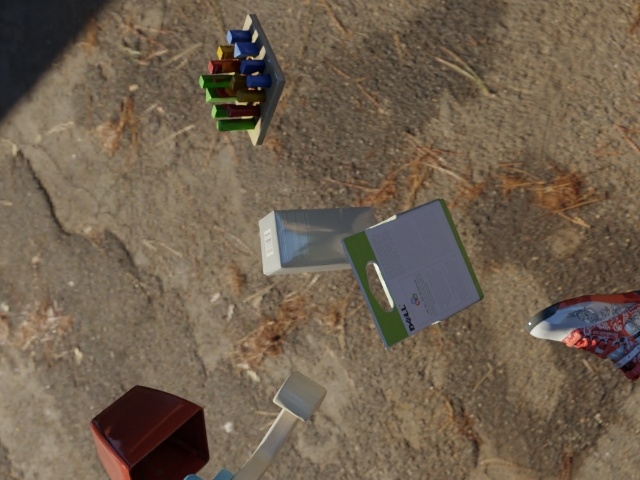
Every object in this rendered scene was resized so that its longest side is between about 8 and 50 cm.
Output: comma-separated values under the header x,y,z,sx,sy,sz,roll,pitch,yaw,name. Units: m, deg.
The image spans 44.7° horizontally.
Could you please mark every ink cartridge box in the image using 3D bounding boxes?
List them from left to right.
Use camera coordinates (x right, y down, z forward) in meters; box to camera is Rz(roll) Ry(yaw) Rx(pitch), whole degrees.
x,y,z,sx,sy,sz,roll,pitch,yaw,name
0.129,0.057,1.276,0.097,0.255,0.188,-25,86,50,ink cartridge box

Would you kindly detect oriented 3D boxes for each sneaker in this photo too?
x,y,z,sx,sy,sz,roll,pitch,yaw,name
0.498,0.173,1.353,0.090,0.270,0.145,116,142,-55,sneaker

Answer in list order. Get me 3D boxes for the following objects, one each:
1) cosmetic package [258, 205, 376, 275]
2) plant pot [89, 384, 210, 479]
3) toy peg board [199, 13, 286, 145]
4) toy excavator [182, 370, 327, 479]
x,y,z,sx,sy,sz,roll,pitch,yaw,name
0.000,0.000,1.659,0.107,0.238,0.127,-27,66,62,cosmetic package
-0.500,0.573,2.212,0.236,0.267,0.267,29,138,28,plant pot
-0.141,-0.271,1.327,0.161,0.079,0.160,66,149,27,toy peg board
-0.174,0.504,1.512,0.222,0.445,0.433,30,116,9,toy excavator
